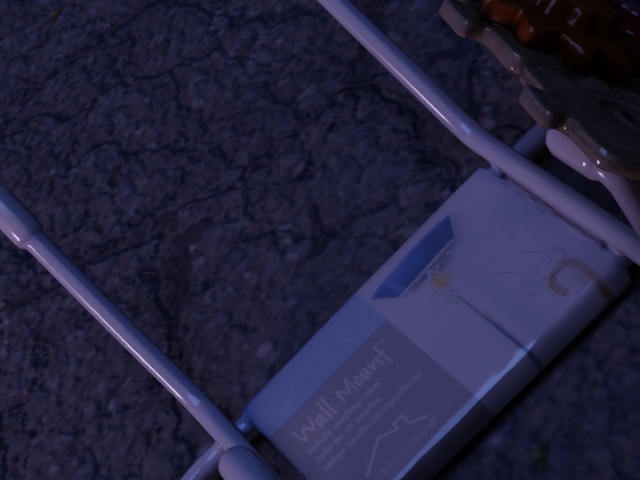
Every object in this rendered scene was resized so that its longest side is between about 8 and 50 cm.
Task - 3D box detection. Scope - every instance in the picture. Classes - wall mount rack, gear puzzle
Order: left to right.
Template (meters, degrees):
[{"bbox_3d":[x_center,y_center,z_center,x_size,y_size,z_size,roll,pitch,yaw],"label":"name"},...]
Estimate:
[{"bbox_3d":[0.000,0.000,0.861,0.350,0.130,0.304,-45,40,-5],"label":"wall mount rack"},{"bbox_3d":[0.153,-0.069,0.774,0.044,0.175,0.339,-63,34,24],"label":"gear puzzle"}]
